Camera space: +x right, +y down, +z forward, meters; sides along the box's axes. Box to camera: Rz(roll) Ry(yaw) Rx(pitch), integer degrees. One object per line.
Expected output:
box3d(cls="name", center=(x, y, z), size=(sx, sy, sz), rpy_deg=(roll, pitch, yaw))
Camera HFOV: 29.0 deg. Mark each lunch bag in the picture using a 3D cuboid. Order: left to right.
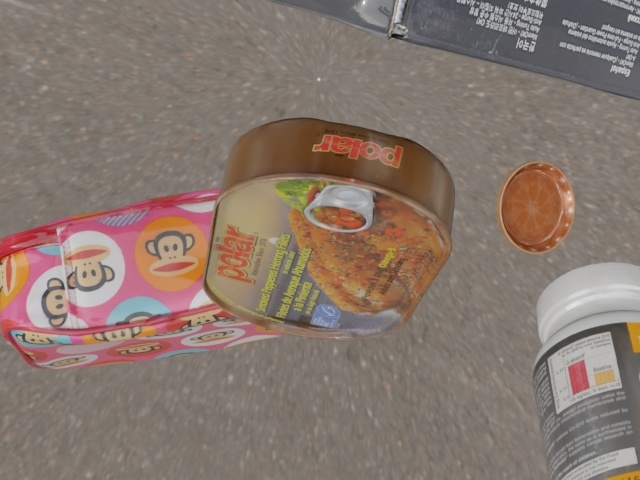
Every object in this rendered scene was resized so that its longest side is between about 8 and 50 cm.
box3d(cls="lunch bag", center=(-0.141, 0.049, 1.157), size=(0.293, 0.258, 0.120), rpy_deg=(-9, 75, -4))

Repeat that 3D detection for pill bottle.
box3d(cls="pill bottle", center=(0.287, 0.167, 1.166), size=(0.162, 0.278, 0.162), rpy_deg=(-1, 140, -1))

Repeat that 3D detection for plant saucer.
box3d(cls="plant saucer", center=(0.192, -0.030, 1.111), size=(0.083, 0.013, 0.083), rpy_deg=(-2, 93, -27))

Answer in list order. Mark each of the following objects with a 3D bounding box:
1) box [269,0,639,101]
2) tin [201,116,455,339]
box3d(cls="box", center=(0.047, -0.146, 0.597), size=(0.318, 0.395, 0.097), rpy_deg=(23, 103, 38))
box3d(cls="tin", center=(0.000, 0.000, 0.584), size=(0.106, 0.189, 0.040), rpy_deg=(8, 66, -6))
